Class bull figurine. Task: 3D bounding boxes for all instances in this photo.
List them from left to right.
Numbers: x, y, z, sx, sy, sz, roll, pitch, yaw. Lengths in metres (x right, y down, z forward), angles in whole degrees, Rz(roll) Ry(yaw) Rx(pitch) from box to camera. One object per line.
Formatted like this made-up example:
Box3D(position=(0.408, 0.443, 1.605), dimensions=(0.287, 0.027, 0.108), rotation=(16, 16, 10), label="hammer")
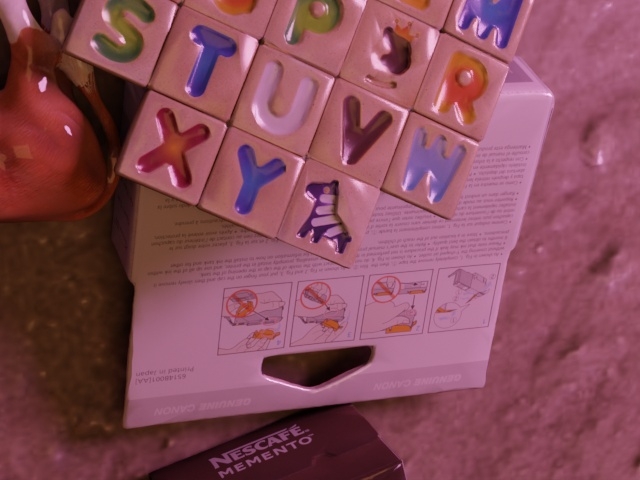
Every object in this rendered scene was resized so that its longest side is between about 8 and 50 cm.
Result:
Box3D(position=(-0.275, -0.074, 0.944), dimensions=(0.310, 0.101, 0.188), rotation=(-6, 103, -26), label="bull figurine")

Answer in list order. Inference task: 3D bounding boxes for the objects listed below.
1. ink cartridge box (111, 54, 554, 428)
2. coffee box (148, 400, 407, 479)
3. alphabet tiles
Box3D(position=(0.000, 0.000, 1.102), dimensions=(0.296, 0.066, 0.261), rotation=(-4, 125, -21), label="ink cartridge box")
Box3D(position=(-0.004, 0.293, 1.165), dimensions=(0.168, 0.119, 0.297), rotation=(-19, 114, -15), label="coffee box")
Box3D(position=(0.006, -0.170, 0.993), dimensions=(0.285, 0.011, 0.343), rotation=(23, 85, -20), label="alphabet tiles")
